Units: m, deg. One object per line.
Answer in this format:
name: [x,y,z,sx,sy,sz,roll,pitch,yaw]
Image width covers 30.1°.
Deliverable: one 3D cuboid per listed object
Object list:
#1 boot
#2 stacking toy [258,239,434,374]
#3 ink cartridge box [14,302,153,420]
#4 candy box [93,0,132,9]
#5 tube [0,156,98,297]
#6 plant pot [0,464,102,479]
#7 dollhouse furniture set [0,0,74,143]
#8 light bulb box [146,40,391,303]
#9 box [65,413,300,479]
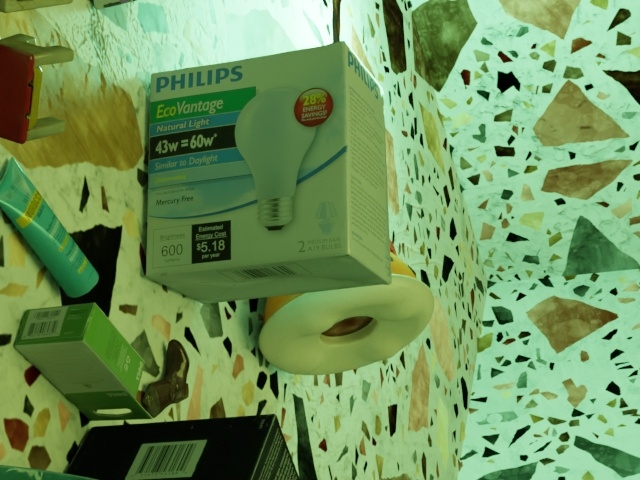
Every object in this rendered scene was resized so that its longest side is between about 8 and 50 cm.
boot: [-0.251,0.220,1.898,0.114,0.037,0.107,-17,98,-65]
stacking toy: [0.000,0.000,2.389,0.350,0.350,0.480,47,22,-59]
ink cartridge box: [-0.313,0.170,1.628,0.209,0.108,0.062,60,31,-47]
candy box: [-0.309,-0.467,1.898,0.196,0.070,0.165,-48,128,-65]
tube: [-0.376,-0.011,1.617,0.080,0.052,0.207,-87,154,-51]
plant pot: [-0.313,0.411,1.370,0.271,0.271,0.255,28,73,-66]
dollhouse furniture set: [-0.374,-0.302,1.249,0.152,0.201,0.374,-30,135,-61]
light bulb box: [-0.084,-0.104,1.983,0.225,0.357,0.361,38,48,-65]
box: [-0.175,0.414,1.661,0.183,0.296,0.294,-67,146,-54]
